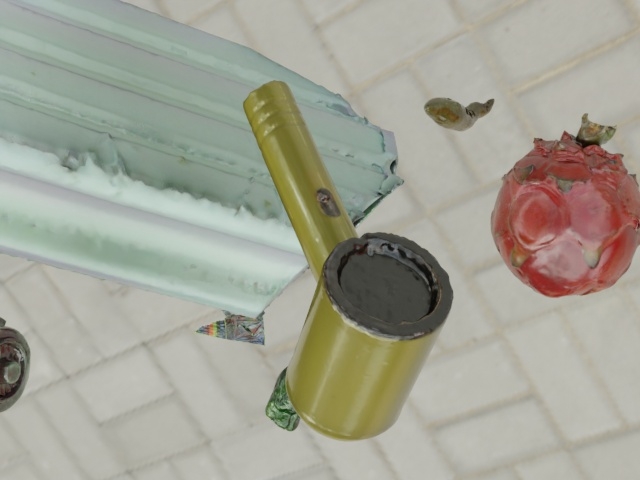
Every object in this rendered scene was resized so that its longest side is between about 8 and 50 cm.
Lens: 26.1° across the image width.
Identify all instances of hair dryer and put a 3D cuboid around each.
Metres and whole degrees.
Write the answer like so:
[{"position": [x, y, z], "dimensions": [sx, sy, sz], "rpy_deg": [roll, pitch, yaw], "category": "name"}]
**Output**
[{"position": [0.000, 0.000, 1.001], "dimensions": [0.135, 0.090, 0.279], "rpy_deg": [108, 147, -47], "category": "hair dryer"}]

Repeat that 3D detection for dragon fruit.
[{"position": [0.277, -0.024, 1.536], "dimensions": [0.172, 0.172, 0.209], "rpy_deg": [21, 123, 16], "category": "dragon fruit"}]

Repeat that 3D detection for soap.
[{"position": [-0.145, -0.080, 1.300], "dimensions": [0.446, 0.261, 0.156], "rpy_deg": [15, 129, -23], "category": "soap"}]

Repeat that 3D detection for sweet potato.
[{"position": [0.169, -0.155, 1.697], "dimensions": [0.038, 0.153, 0.041], "rpy_deg": [45, 118, 24], "category": "sweet potato"}]

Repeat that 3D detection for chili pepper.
[{"position": [0.003, 0.123, 1.503], "dimensions": [0.050, 0.182, 0.073], "rpy_deg": [36, 166, 3], "category": "chili pepper"}]

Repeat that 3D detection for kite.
[{"position": [-0.098, 0.096, 1.615], "dimensions": [0.122, 0.004, 0.090], "rpy_deg": [-28, 116, 35], "category": "kite"}]

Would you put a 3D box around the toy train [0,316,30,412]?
[{"position": [-0.387, 0.170, 1.253], "dimensions": [0.150, 0.221, 0.304], "rpy_deg": [6, 82, 27], "category": "toy train"}]
